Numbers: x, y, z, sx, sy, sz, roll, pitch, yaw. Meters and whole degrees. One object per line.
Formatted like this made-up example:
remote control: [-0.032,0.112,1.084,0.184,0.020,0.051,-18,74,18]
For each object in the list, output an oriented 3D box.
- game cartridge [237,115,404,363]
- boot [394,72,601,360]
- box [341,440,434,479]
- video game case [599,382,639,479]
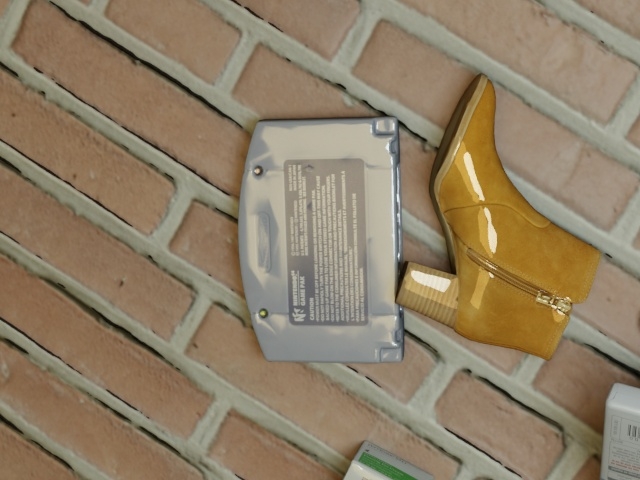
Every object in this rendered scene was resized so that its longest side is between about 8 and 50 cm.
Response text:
game cartridge: [0.000,0.000,1.527,0.196,0.060,0.294,0,98,9]
boot: [0.223,-0.024,1.464,0.211,0.104,0.295,16,96,-2]
box: [0.069,0.316,1.540,0.101,0.087,0.102,27,102,7]
video game case: [0.453,0.290,1.323,0.329,0.036,0.300,13,139,21]
